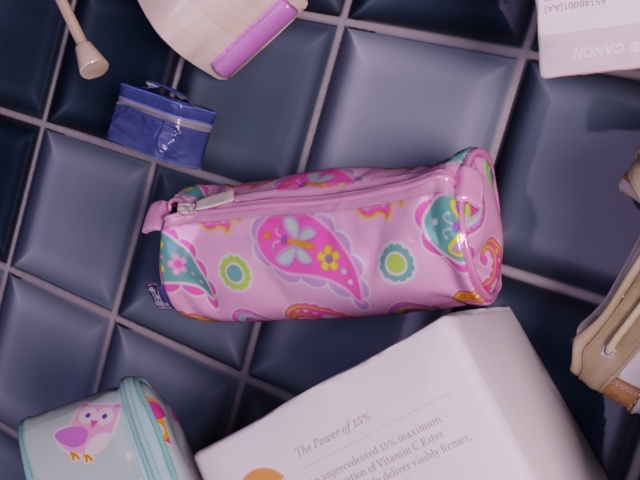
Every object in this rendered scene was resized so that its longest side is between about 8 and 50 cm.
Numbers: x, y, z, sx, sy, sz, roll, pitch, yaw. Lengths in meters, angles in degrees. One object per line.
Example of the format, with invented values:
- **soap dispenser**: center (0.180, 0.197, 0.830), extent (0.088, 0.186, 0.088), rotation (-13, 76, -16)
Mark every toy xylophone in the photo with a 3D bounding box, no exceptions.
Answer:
- **toy xylophone**: center (-0.163, -0.295, 0.736), extent (0.236, 0.081, 0.323), rotation (-28, 75, 24)

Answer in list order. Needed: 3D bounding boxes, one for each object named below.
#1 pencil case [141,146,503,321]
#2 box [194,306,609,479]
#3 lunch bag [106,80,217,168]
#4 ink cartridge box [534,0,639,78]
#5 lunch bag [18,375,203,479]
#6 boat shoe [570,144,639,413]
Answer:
- **pencil case**: center (0.000, 0.000, 0.610), extent (0.284, 0.124, 0.124), rotation (-4, 85, 27)
- **box**: center (0.102, 0.246, 0.516), extent (0.215, 0.168, 0.345), rotation (-33, 73, 23)
- **lunch bag**: center (-0.151, -0.114, 0.727), extent (0.098, 0.067, 0.065), rotation (23, 98, 28)
- **ink cartridge box**: center (0.258, -0.236, 0.412), extent (0.296, 0.066, 0.261), rotation (1, 109, 31)
- **lunch bag**: center (-0.119, 0.242, 0.581), extent (0.107, 0.279, 0.224), rotation (-24, 63, -12)
- **boat shoe**: center (0.244, -0.030, 0.488), extent (0.103, 0.113, 0.303), rotation (18, 96, 22)
